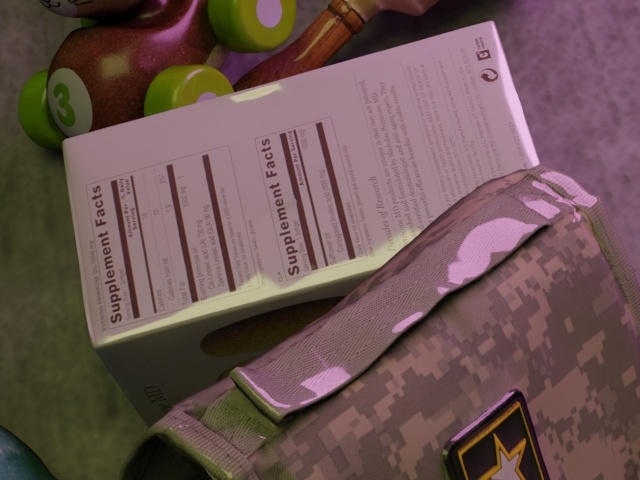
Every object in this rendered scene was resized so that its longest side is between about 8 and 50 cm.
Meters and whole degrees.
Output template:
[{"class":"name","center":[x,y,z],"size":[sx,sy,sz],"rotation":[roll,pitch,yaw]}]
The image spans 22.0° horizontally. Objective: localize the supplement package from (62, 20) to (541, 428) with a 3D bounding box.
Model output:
[{"class":"supplement package","center":[0.000,0.000,0.902],"size":[0.244,0.139,0.133],"rotation":[-16,59,4]}]

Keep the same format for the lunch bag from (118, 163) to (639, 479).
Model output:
[{"class":"lunch bag","center":[0.025,0.127,0.706],"size":[0.169,0.287,0.235],"rotation":[35,47,26]}]

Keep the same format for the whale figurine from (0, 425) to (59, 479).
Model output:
[{"class":"whale figurine","center":[-0.183,0.199,0.826],"size":[0.216,0.141,0.272],"rotation":[-38,62,-11]}]

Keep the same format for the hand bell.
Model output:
[{"class":"hand bell","center":[0.008,-0.133,1.009],"size":[0.242,0.126,0.126],"rotation":[-45,62,-1]}]

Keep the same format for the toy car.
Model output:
[{"class":"toy car","center":[-0.139,-0.149,0.955],"size":[0.155,0.188,0.149],"rotation":[5,58,45]}]
